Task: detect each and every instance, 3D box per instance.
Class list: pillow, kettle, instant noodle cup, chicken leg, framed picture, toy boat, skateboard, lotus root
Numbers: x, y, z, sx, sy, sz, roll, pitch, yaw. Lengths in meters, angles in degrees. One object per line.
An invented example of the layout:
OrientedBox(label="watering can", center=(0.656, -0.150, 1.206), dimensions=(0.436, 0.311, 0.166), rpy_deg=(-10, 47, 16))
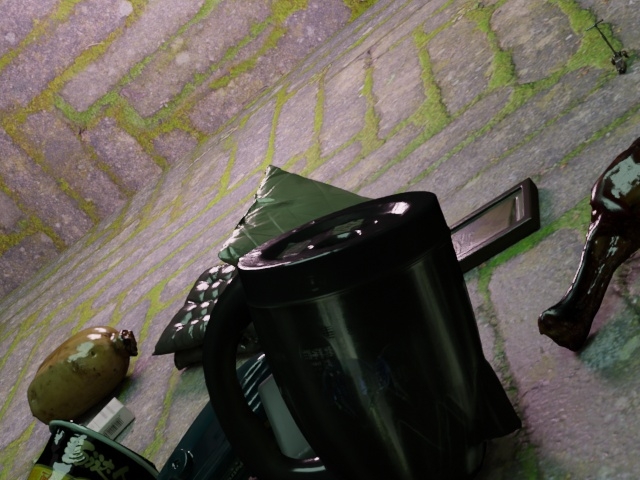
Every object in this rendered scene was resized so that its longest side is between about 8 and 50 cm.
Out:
OrientedBox(label="pillow", center=(-0.158, 0.120, 2.015), dimensions=(0.326, 0.101, 0.228), rpy_deg=(-21, 30, 51))
OrientedBox(label="pillow", center=(0.002, 0.000, 1.761), dimensions=(0.280, 0.274, 0.076), rpy_deg=(-67, -7, -53))
OrientedBox(label="kettle", center=(0.031, 0.149, 1.178), dimensions=(0.321, 0.324, 0.228), rpy_deg=(-18, 10, 12))
OrientedBox(label="instant noodle cup", center=(-0.376, 0.417, 1.633), dimensions=(0.215, 0.215, 0.236), rpy_deg=(-14, 40, 55))
OrientedBox(label="chicken leg", center=(0.393, -0.037, 1.268), dimensions=(0.407, 0.096, 0.158), rpy_deg=(-44, 38, -1))
OrientedBox(label="framed picture", center=(0.246, -0.015, 1.609), dimensions=(0.168, 0.023, 0.128), rpy_deg=(-33, 20, 25))
OrientedBox(label="toy boat", center=(-0.106, 0.263, 1.524), dimensions=(0.296, 0.122, 0.114), rpy_deg=(-52, 40, 1))
OrientedBox(label="skateboard", center=(0.463, -0.311, 1.750), dimensions=(0.032, 0.083, 0.064), rpy_deg=(-31, 22, 28))
OrientedBox(label="lotus root", center=(-0.498, 0.275, 2.272), dimensions=(0.284, 0.146, 0.160), rpy_deg=(-33, 37, 15))

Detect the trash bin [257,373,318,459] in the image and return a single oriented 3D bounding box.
OrientedBox(label="trash bin", center=(0.046, 0.181, 1.376), dimensions=(0.236, 0.101, 0.176), rpy_deg=(-41, 44, 12))

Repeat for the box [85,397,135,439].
OrientedBox(label="box", center=(-0.427, 0.372, 2.068), dimensions=(0.154, 0.040, 0.084), rpy_deg=(-47, 21, -14))
